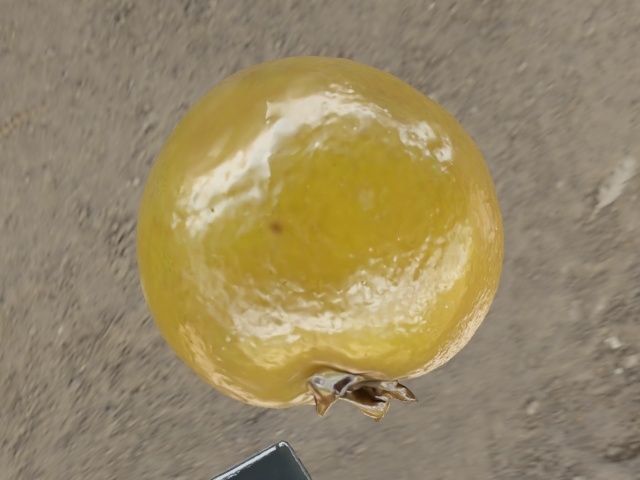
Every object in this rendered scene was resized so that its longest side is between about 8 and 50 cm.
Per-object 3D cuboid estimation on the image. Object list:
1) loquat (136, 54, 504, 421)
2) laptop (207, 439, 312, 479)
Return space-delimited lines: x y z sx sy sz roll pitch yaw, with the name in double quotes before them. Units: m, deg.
"loquat" 0.000 0.000 1.018 0.208 0.208 0.208 2 79 -11
"laptop" -0.028 0.183 0.773 0.129 0.016 0.180 -28 57 -10
